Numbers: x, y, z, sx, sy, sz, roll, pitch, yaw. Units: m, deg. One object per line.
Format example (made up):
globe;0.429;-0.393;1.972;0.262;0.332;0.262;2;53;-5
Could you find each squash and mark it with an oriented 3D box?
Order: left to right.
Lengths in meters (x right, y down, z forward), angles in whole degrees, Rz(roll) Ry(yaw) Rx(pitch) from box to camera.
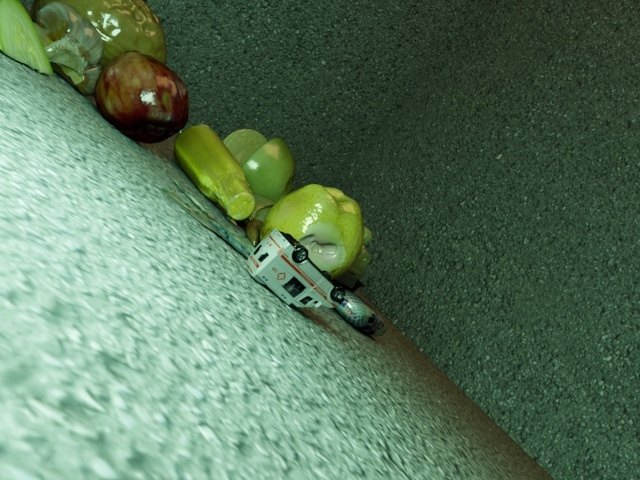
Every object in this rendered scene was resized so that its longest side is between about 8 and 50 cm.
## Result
squash;-0.684;-0.438;1.189;0.237;0.155;0.203;-143;-139;-84

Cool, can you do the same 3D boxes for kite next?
kite;-0.229;-0.036;1.306;0.368;0.014;0.406;43;1;26

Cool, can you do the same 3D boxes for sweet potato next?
sweet potato;-0.172;-0.020;1.616;0.078;0.058;0.255;60;6;3

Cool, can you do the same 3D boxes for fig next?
fig;-0.448;-0.358;1.470;0.263;0.224;0.224;38;-1;32

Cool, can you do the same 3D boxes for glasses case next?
glasses case;0.116;0.217;1.753;0.125;0.076;0.327;41;0;28

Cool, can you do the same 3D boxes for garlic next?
garlic;-0.620;-0.483;1.460;0.191;0.160;0.214;48;7;32

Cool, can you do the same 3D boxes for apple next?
apple;-0.226;-0.238;1.986;0.292;0.254;0.291;22;-44;23
apple;-0.202;-0.089;1.830;0.193;0.120;0.265;30;-7;28

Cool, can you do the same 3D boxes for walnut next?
walnut;-0.651;-0.619;1.755;0.398;0.308;0.354;33;19;-41

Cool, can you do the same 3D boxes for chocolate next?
chocolate;-0.304;-0.183;1.695;0.162;0.162;0.445;41;6;-41

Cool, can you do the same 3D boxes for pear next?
pear;-0.017;-0.019;1.506;0.271;0.271;0.271;42;1;-1

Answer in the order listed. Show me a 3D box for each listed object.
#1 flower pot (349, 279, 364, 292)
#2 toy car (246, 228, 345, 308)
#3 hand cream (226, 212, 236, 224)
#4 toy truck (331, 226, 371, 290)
flower pot;0.064;0.143;2.078;0.157;0.107;0.157;45;1;-1
toy car;-0.044;0.076;1.145;0.209;0.108;0.089;46;-4;-34
hand cream;-0.250;-0.066;1.627;0.035;0.022;0.102;41;7;-21
toy truck;0.000;0.000;1.973;0.181;0.254;0.405;35;3;-43
